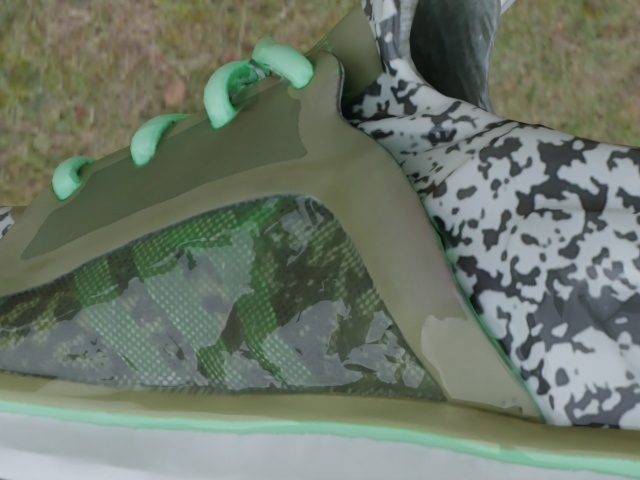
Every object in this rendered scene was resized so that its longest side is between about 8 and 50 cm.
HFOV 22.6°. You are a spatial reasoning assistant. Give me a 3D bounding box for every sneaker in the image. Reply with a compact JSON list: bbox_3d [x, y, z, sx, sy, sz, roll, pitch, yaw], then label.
[{"bbox_3d":[0.000,0.000,0.480,0.410,0.182,0.158,11,177,31],"label":"sneaker"}]

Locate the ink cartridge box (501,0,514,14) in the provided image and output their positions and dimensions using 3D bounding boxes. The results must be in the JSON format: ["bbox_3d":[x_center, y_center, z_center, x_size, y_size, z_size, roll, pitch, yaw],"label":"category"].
[{"bbox_3d":[0.115,-0.180,0.820,0.060,0.275,0.239,38,142,4],"label":"ink cartridge box"}]
